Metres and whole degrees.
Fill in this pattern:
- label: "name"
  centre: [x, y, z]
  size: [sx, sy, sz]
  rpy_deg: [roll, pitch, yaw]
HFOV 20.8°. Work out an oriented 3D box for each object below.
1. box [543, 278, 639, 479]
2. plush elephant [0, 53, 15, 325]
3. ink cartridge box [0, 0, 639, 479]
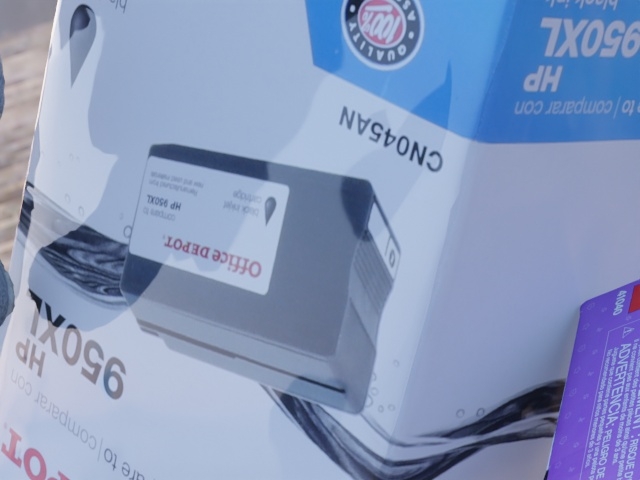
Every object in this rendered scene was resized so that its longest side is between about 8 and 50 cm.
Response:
- label: "box"
  centre: [0.195, 0.179, 0.714]
  size: [0.057, 0.293, 0.201]
  rpy_deg: [-26, 27, 34]
- label: "plush elephant"
  centre: [-0.287, -0.137, 0.820]
  size: [0.272, 0.330, 0.255]
  rpy_deg: [-2, 41, -11]
- label: "ink cartridge box"
  centre: [0.000, 0.000, 0.838]
  size: [0.166, 0.395, 0.285]
  rpy_deg: [-6, 27, -44]
